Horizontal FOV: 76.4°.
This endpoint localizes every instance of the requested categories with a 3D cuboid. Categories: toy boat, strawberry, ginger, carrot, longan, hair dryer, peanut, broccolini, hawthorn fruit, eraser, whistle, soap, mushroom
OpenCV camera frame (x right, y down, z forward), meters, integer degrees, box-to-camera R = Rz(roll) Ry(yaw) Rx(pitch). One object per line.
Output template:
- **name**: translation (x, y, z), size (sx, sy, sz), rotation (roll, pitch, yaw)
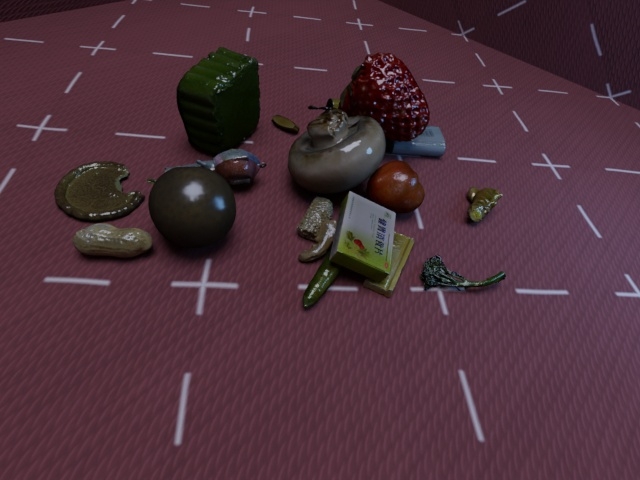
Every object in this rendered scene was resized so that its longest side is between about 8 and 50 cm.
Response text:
- **toy boat**: translation (-0.155, -0.504, 1.752), size (0.149, 0.049, 0.047), rotation (30, 92, 22)
- **strawberry**: translation (0.260, -0.528, 1.597), size (0.345, 0.317, 0.295), rotation (42, 22, 6)
- **ginger**: translation (0.002, 0.002, 1.285), size (0.070, 0.051, 0.173), rotation (29, 66, 23)
- **carrot**: translation (0.038, 0.070, 1.249), size (0.074, 0.074, 0.358), rotation (25, 50, 13)
- **longan**: translation (-0.382, -0.103, 1.215), size (0.259, 0.257, 0.257), rotation (5, 48, -5)
- **hair dryer**: translation (0.124, -0.517, 1.774), size (0.135, 0.090, 0.278), rotation (-1, 49, -21)
- **peanut**: translation (-0.604, 0.002, 1.191), size (0.215, 0.090, 0.098), rotation (6, 38, -7)
- **broccolini**: translation (0.449, 0.099, 1.295), size (0.272, 0.062, 0.123), rotation (-1, 63, -3)
- **ginger**: translation (0.611, -0.139, 1.522), size (0.115, 0.081, 0.205), rotation (14, 46, 10)
- **hawthorn fruit**: translation (0.246, -0.174, 1.449), size (0.226, 0.196, 0.196), rotation (-27, 54, 0)
- **eraser**: translation (0.407, -0.436, 1.759), size (0.227, 0.081, 0.173), rotation (3, 52, -8)
- **whistle**: translation (-0.361, -0.245, 1.423), size (0.347, 0.133, 0.142), rotation (-10, 6, -11)
- **soap**: translation (0.225, 0.068, 1.303), size (0.092, 0.037, 0.252), rotation (25, 49, 11)
- **mushroom**: translation (0.045, -0.337, 1.438), size (0.363, 0.294, 0.362), rotation (-16, 33, 11)

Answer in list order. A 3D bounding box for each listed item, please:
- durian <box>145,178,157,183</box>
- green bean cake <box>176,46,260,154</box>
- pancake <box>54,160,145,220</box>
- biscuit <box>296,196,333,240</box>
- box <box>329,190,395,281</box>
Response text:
- **durian**: translation (-0.469, -0.172, 1.361), size (0.216, 0.100, 0.086), rotation (1, 47, 2)
- **green bean cake**: translation (-0.384, -0.535, 1.555), size (0.218, 0.318, 0.335), rotation (21, 48, 11)
- **pancake**: translation (-0.734, -0.172, 1.363), size (0.287, 0.033, 0.288), rotation (8, 47, -1)
- **biscuit**: translation (-0.014, -0.074, 1.372), size (0.082, 0.070, 0.168), rotation (18, 52, 16)
- **box**: translation (0.136, -0.016, 1.262), size (0.175, 0.062, 0.260), rotation (24, 48, -11)
